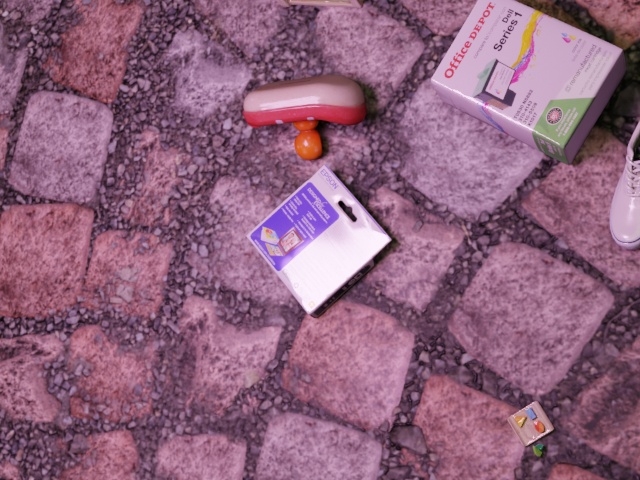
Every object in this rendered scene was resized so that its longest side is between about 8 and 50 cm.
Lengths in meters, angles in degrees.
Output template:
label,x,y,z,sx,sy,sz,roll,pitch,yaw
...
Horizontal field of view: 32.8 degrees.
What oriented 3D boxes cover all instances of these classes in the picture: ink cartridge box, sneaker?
label,x,y,z,sx,sy,sz,roll,pitch,yaw
ink cartridge box,0.366,-0.292,1.929,0.278,0.117,0.201,31,89,23
sneaker,0.541,-0.115,1.837,0.094,0.091,0.258,10,78,37
ink cartridge box,0.000,0.000,2.030,0.208,0.045,0.206,-42,69,7

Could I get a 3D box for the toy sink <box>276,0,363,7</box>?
label,x,y,z,sx,sy,sz,roll,pitch,yaw
toy sink,-0.039,-0.534,2.103,0.234,0.153,0.131,8,82,19

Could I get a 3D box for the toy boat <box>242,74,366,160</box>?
label,x,y,z,sx,sy,sz,roll,pitch,yaw
toy boat,-0.025,-0.226,2.055,0.231,0.151,0.151,-5,107,19

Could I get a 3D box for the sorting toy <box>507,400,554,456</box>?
label,x,y,z,sx,sy,sz,roll,pitch,yaw
sorting toy,0.364,0.323,1.852,0.062,0.012,0.083,-33,70,9
